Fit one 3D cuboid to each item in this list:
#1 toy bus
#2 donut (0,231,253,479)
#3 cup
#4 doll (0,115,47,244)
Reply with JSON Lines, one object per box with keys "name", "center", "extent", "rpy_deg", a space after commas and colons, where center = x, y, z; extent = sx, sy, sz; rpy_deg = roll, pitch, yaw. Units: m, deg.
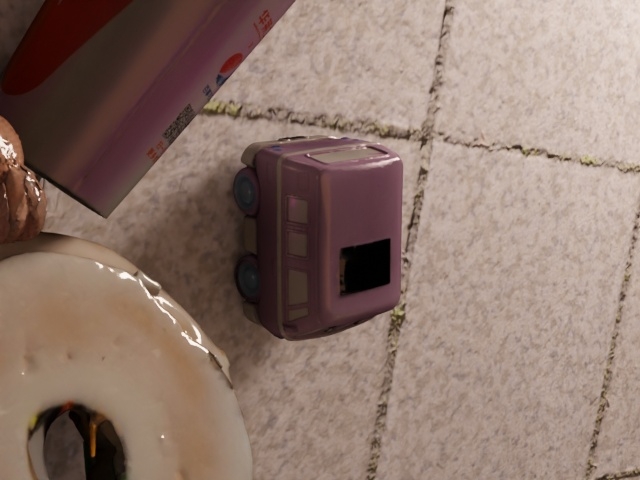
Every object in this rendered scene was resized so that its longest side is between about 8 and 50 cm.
{"name": "toy bus", "center": [0.000, 0.000, 1.078], "extent": [0.142, 0.142, 0.202], "rpy_deg": [-13, 109, -40]}
{"name": "donut", "center": [-0.227, 0.184, 0.852], "extent": [0.383, 0.142, 0.382], "rpy_deg": [20, 61, -39]}
{"name": "cup", "center": [-0.151, -0.173, 0.878], "extent": [0.203, 0.203, 0.288], "rpy_deg": [39, 81, -41]}
{"name": "doll", "center": [-0.325, -0.112, 0.711], "extent": [0.156, 0.201, 0.303], "rpy_deg": [-52, 129, -47]}
